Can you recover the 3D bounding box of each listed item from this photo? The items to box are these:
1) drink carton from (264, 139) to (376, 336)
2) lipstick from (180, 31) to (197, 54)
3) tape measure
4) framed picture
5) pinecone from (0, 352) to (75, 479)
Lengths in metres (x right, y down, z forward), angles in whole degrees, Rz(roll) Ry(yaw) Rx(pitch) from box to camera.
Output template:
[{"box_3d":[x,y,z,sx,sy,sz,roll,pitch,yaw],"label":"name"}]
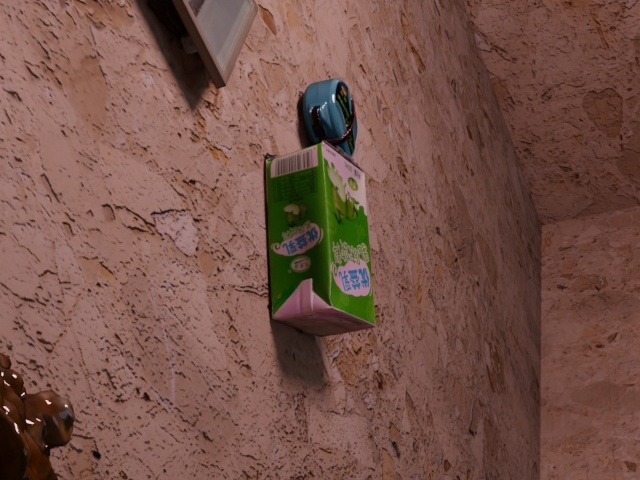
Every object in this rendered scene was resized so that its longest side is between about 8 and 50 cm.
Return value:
[{"box_3d":[0.000,0.000,1.377,0.161,0.108,0.271,29,54,-58],"label":"drink carton"},{"box_3d":[-0.162,-0.283,1.249,0.107,0.025,0.025,-68,141,-62],"label":"lipstick"},{"box_3d":[0.019,-0.211,1.559,0.146,0.081,0.125,-77,150,-46],"label":"tape measure"},{"box_3d":[-0.157,-0.362,1.262,0.289,0.016,0.213,-80,149,-56],"label":"framed picture"},{"box_3d":[-0.248,0.126,0.430,0.264,0.264,0.264,-12,90,-67],"label":"pinecone"}]
